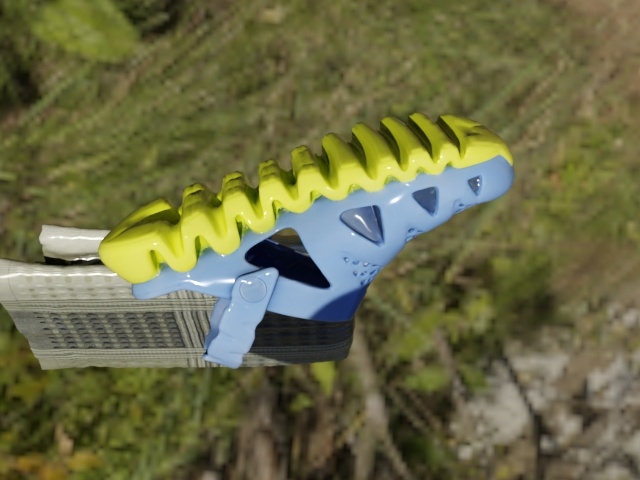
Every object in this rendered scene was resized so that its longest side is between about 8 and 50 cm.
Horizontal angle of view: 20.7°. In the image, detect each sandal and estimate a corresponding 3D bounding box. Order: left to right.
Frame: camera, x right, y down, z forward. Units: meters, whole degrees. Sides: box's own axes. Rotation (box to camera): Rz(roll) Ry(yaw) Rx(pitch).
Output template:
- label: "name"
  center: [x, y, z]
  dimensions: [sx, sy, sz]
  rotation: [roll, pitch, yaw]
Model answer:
- label: "sandal"
  center: [0.000, 0.000, 1.334]
  dimensions: [0.317, 0.138, 0.126]
  rotation: [-19, -164, 10]

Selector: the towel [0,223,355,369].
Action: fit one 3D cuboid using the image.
- label: "towel"
  center: [-0.128, 0.056, 1.613]
  dimensions: [0.324, 0.056, 0.312]
  rotation: [-2, 162, 0]
